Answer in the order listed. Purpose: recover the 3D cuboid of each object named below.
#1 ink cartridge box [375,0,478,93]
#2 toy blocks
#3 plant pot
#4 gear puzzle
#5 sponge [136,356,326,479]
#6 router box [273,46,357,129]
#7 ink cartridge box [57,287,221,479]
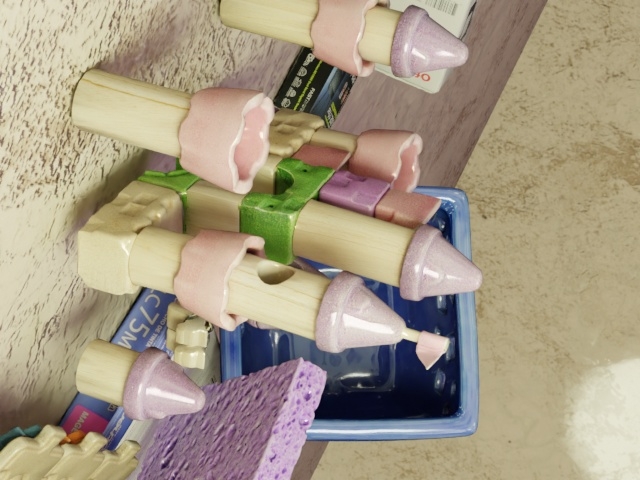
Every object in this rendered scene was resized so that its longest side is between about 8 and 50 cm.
[{"bbox_3d":[0.100,-0.241,1.562,0.063,0.109,0.150,-55,167,-49],"label":"ink cartridge box"},{"bbox_3d":[0.000,0.000,1.099,0.288,0.260,0.309,-49,151,-55],"label":"toy blocks"},{"bbox_3d":[0.020,0.079,1.481,0.212,0.235,0.236,106,-17,-80],"label":"plant pot"},{"bbox_3d":[-0.219,0.198,1.138,0.175,0.044,0.339,-45,164,1],"label":"gear puzzle"},{"bbox_3d":[-0.079,0.164,1.212,0.210,0.031,0.117,-22,-140,53],"label":"sponge"},{"bbox_3d":[-0.003,-0.146,1.487,0.092,0.038,0.122,-61,170,-7],"label":"router box"},{"bbox_3d":[-0.160,0.151,1.378,0.186,0.065,0.311,-59,170,-17],"label":"ink cartridge box"}]
